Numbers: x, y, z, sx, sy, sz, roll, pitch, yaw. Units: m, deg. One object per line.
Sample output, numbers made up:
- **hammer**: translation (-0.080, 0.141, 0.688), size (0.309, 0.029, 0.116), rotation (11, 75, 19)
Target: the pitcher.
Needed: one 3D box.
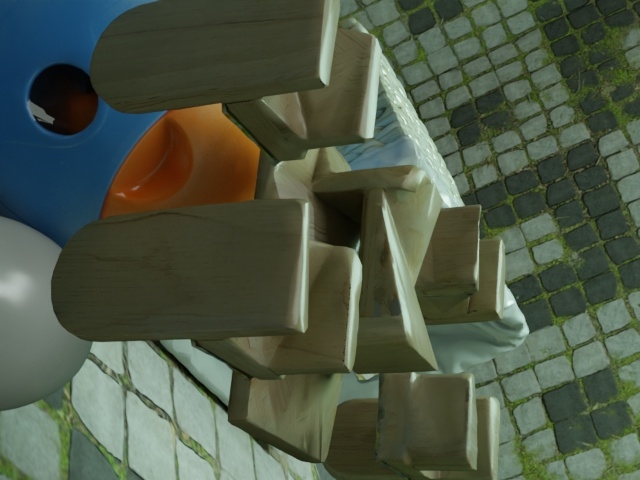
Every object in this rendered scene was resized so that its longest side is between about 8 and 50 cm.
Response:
- **pitcher**: translation (-0.236, 0.011, 0.673), size (0.207, 0.125, 0.178), rotation (31, 58, -56)

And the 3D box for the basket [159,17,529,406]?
- **basket**: translation (0.000, 0.000, 1.177), size (0.331, 0.328, 0.266), rotation (53, 17, -41)

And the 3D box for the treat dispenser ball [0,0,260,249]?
- **treat dispenser ball**: translation (-0.159, -0.105, 0.835), size (0.288, 0.288, 0.288), rotation (59, 16, -27)

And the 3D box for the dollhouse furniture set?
- **dollhouse furniture set**: translation (-0.056, 0.108, 0.688), size (0.362, 0.256, 0.394), rotation (45, 46, -56)
